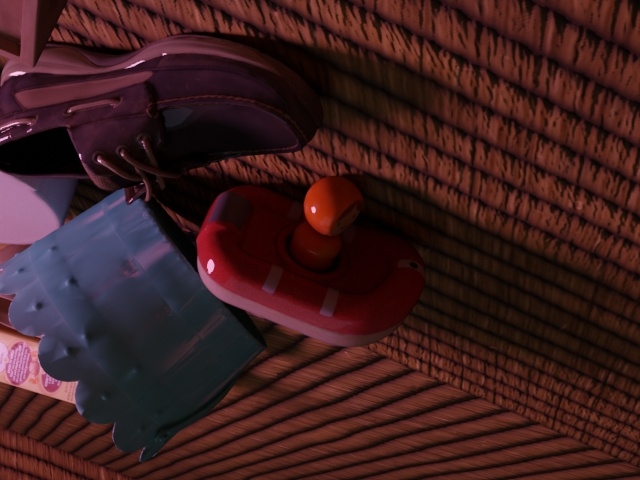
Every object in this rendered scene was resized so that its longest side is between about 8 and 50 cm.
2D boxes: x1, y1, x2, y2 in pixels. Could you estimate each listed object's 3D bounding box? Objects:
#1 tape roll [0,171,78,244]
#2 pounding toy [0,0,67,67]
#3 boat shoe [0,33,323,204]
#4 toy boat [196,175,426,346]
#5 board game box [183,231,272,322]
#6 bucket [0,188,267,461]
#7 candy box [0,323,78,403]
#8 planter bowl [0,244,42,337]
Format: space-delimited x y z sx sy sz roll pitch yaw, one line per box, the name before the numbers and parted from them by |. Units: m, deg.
tape roll | -0.469 -0.100 1.326 0.392 0.072 0.392 14 161 5
pounding toy | -0.298 -0.225 0.896 0.206 0.094 0.181 22 158 -7
boat shoe | -0.158 -0.094 1.042 0.355 0.130 0.132 4 154 35
toy boat | 0.000 0.000 1.166 0.231 0.151 0.151 22 129 -6
board game box | -0.122 0.048 1.491 0.126 0.026 0.186 15 158 13
bucket | -0.201 0.081 1.285 0.281 0.183 0.281 52 179 2
candy box | -0.416 0.200 1.927 0.316 0.088 0.183 15 -175 13
planter bowl | -0.406 0.061 1.647 0.162 0.109 0.162 16 158 7
